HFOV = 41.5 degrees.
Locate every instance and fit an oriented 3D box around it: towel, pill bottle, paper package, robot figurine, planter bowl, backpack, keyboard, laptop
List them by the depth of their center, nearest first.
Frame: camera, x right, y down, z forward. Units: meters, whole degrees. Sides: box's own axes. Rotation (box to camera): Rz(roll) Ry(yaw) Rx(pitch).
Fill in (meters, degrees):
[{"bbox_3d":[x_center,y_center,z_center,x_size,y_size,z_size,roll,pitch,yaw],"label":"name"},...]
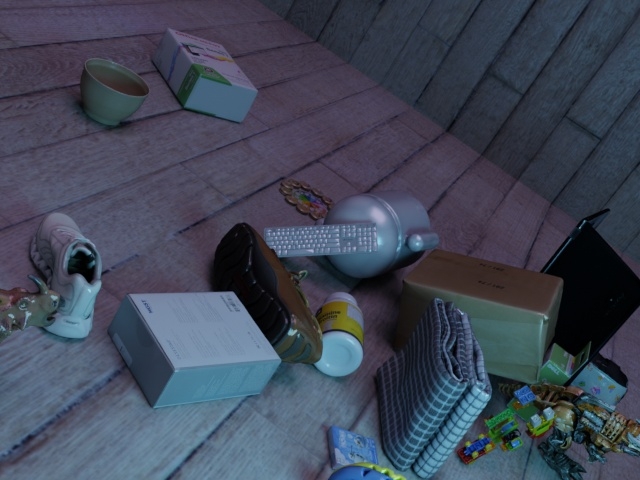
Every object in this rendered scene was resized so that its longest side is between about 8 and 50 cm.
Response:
[{"bbox_3d":[0.204,0.266,1.587,0.121,0.235,0.284,21,27,-11],"label":"towel"},{"bbox_3d":[0.036,0.181,1.694,0.103,0.103,0.184,28,25,-10],"label":"pill bottle"},{"bbox_3d":[0.000,0.000,1.888,0.256,0.014,0.072,-3,63,6],"label":"keyboard"},{"bbox_3d":[0.362,0.161,1.899,0.324,0.168,0.309,12,18,20],"label":"paper package"},{"bbox_3d":[-0.505,-0.345,2.016,0.162,0.109,0.162,26,25,-13],"label":"planter bowl"},{"bbox_3d":[0.135,-0.018,2.053,0.299,0.200,0.353,7,10,32],"label":"robot figurine"},{"bbox_3d":[0.658,0.342,2.058,0.166,0.144,0.188,40,5,12],"label":"backpack"},{"bbox_3d":[0.645,0.155,2.112,0.236,0.382,0.408,42,27,19],"label":"laptop"}]

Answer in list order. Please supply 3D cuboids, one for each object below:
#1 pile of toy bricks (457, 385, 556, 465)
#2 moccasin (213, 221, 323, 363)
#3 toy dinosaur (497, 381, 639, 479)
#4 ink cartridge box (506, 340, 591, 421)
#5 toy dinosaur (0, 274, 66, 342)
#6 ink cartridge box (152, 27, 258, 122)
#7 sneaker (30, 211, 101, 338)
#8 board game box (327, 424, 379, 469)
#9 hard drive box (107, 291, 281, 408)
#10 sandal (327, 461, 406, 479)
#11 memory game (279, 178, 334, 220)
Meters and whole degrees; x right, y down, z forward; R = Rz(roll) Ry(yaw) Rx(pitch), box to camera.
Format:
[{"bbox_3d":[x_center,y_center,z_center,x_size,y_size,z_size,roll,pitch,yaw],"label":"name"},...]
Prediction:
[{"bbox_3d":[0.357,0.382,1.699,0.212,0.105,0.118,-24,50,-13],"label":"pile of toy bricks"},{"bbox_3d":[-0.099,0.097,1.648,0.147,0.139,0.380,34,8,-42],"label":"moccasin"},{"bbox_3d":[0.529,0.366,1.744,0.164,0.218,0.322,-30,46,-16],"label":"toy dinosaur"},{"bbox_3d":[0.514,0.301,1.901,0.062,0.209,0.109,39,25,8],"label":"ink cartridge box"},{"bbox_3d":[-0.488,0.132,1.069,0.127,0.200,0.295,38,26,12],"label":"toy dinosaur"},{"bbox_3d":[-0.337,-0.479,2.440,0.201,0.117,0.278,9,33,-41],"label":"ink cartridge box"},{"bbox_3d":[-0.419,0.032,1.429,0.110,0.118,0.292,13,30,-32],"label":"sneaker"},{"bbox_3d":[0.058,0.372,1.473,0.090,0.020,0.090,22,27,-18],"label":"board game box"},{"bbox_3d":[-0.212,0.178,1.434,0.232,0.089,0.181,4,37,-46],"label":"hard drive box"},{"bbox_3d":[0.124,0.467,1.267,0.317,0.126,0.138,41,30,20],"label":"sandal"},{"bbox_3d":[-0.027,-0.106,2.248,0.186,0.012,0.186,26,25,-14],"label":"memory game"}]
